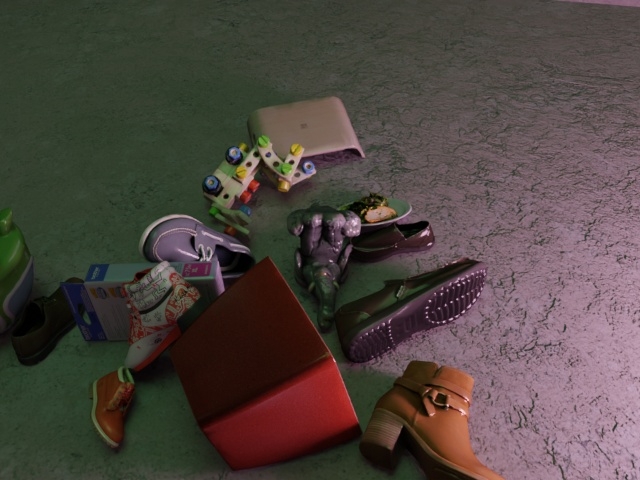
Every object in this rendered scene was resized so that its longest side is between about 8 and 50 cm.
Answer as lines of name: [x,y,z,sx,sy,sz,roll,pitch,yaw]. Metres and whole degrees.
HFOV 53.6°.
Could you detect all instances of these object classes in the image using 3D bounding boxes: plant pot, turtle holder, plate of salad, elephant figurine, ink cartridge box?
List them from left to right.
turtle holder: [-0.720,0.103,1.321,0.243,0.228,0.320,-18,44,-17]
ink cartridge box: [-0.350,0.127,1.298,0.310,0.186,0.065,-3,43,0]
plant pot: [-0.109,0.241,1.117,0.235,0.268,0.267,-28,46,-10]
elephant figurine: [0.000,0.050,1.405,0.169,0.240,0.186,8,14,35]
plate of salad: [0.125,-0.081,1.567,0.199,0.048,0.200,-8,21,3]

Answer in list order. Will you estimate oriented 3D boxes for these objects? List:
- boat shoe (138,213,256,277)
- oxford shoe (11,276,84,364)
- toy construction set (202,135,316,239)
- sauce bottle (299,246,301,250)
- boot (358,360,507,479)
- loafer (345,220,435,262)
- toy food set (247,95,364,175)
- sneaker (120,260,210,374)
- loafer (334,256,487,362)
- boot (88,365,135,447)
boat shoe: [-0.250,0.023,1.355,0.099,0.319,0.116,25,93,27]
oxford shoe: [-0.576,0.150,1.357,0.082,0.096,0.227,5,41,12]
toy construction set: [-0.176,-0.137,1.625,0.215,0.151,0.328,33,58,3]
sauce bottle: [0.000,0.000,1.523,0.128,0.042,0.042,-31,48,-30]
boot: [0.231,0.333,1.108,0.283,0.109,0.220,13,40,28]
loafer: [0.164,-0.011,1.497,0.219,0.078,0.080,-12,42,-9]
toy food set: [-0.047,-0.298,1.840,0.305,0.092,0.220,-12,54,-7]
sneaker: [-0.330,0.144,1.211,0.145,0.270,0.090,48,35,-2]
loafer: [0.183,0.114,1.314,0.365,0.134,0.130,-22,45,-19]
boot: [-0.380,0.305,1.178,0.084,0.059,0.158,-33,45,2]
